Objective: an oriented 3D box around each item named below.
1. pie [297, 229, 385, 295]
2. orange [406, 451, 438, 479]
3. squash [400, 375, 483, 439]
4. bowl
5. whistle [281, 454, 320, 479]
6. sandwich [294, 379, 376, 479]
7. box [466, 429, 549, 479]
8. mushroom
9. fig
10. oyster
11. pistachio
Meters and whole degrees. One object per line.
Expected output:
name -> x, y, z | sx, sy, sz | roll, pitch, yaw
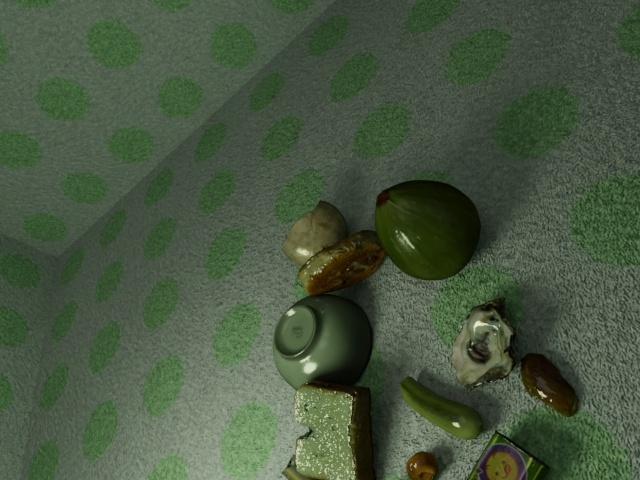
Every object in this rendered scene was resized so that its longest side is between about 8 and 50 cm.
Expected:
pie -> 0.083, 0.074, 1.612 | 0.315, 0.315, 0.092 | -37, 64, 19
orange -> 0.257, 0.574, 1.281 | 0.086, 0.086, 0.062 | -37, 21, 18
squash -> 0.312, 0.440, 1.319 | 0.250, 0.083, 0.083 | 18, 77, 50
bowl -> -0.027, 0.319, 1.624 | 0.354, 0.185, 0.353 | -23, 51, 31
whistle -> 0.002, 0.725, 1.426 | 0.326, 0.057, 0.068 | 23, 80, 48
sandwich -> 0.032, 0.538, 1.424 | 0.249, 0.095, 0.273 | -6, 84, 41
box -> 0.366, 0.617, 1.134 | 0.134, 0.097, 0.345 | 29, 85, 48
mushroom -> 0.000, 0.000, 1.837 | 0.189, 0.195, 0.253 | 42, 89, 15
fig -> 0.294, -0.043, 1.473 | 0.316, 0.316, 0.316 | -23, 50, 31
oyster -> 0.430, 0.276, 1.315 | 0.223, 0.083, 0.214 | -49, 30, 33
pistachio -> 0.533, 0.340, 1.199 | 0.089, 0.049, 0.173 | -43, 42, 14
